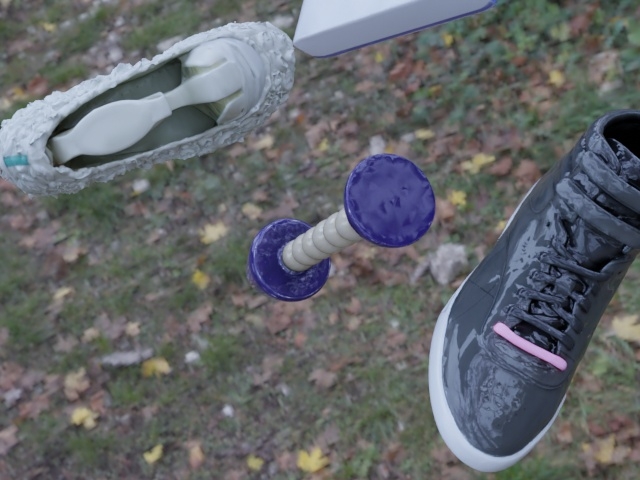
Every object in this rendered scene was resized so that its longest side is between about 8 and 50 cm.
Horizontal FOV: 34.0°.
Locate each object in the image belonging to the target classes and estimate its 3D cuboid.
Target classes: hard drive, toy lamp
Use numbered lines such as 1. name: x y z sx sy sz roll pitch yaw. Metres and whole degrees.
1. hard drive: 0.087 -0.322 0.885 0.210 0.040 0.318 -5 67 50
2. toy lamp: 0.000 0.000 0.871 0.080 0.080 0.275 -36 0 -25

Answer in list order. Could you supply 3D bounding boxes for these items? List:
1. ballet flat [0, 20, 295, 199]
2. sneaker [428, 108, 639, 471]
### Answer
1. ballet flat: -0.177 -0.154 1.233 0.409 0.147 0.147 -29 25 -25
2. sneaker: 0.171 0.017 0.731 0.295 0.105 0.147 -57 -2 -34
